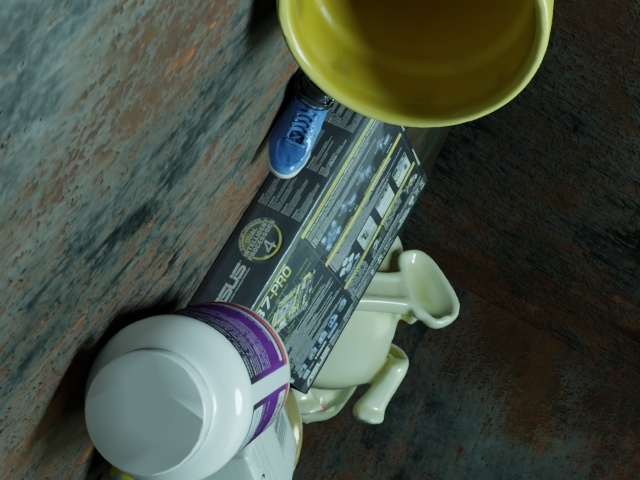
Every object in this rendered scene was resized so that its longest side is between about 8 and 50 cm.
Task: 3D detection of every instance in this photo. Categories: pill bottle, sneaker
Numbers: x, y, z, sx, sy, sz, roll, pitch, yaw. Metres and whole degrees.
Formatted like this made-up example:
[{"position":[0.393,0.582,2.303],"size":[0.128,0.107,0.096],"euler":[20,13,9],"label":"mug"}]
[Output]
[{"position":[-0.147,0.166,1.281],"size":[0.181,0.181,0.323],"euler":[-61,172,5],"label":"pill bottle"},{"position":[-0.020,-0.152,1.382],"size":[0.152,0.058,0.084],"euler":[-63,179,-15],"label":"sneaker"}]

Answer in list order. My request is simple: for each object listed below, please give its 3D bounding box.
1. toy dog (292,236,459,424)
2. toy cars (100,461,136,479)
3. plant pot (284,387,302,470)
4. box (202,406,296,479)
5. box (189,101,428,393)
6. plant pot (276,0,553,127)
[{"position":[0.001,0.152,2.050],"size":[0.284,0.395,0.408],"euler":[-2,136,-27],"label":"toy dog"},{"position":[-0.210,0.317,1.582],"size":[0.394,0.087,0.176],"euler":[43,41,-70],"label":"toy cars"},{"position":[-0.133,0.297,1.789],"size":[0.032,0.236,0.236],"euler":[13,108,-56],"label":"plant pot"},{"position":[-0.117,0.283,1.539],"size":[0.182,0.119,0.181],"euler":[-81,160,-49],"label":"box"},{"position":[0.000,0.000,1.650],"size":[0.395,0.097,0.318],"euler":[-59,157,-10],"label":"box"},{"position":[0.105,-0.280,1.114],"size":[0.254,0.254,0.239],"euler":[111,-3,-49],"label":"plant pot"}]
